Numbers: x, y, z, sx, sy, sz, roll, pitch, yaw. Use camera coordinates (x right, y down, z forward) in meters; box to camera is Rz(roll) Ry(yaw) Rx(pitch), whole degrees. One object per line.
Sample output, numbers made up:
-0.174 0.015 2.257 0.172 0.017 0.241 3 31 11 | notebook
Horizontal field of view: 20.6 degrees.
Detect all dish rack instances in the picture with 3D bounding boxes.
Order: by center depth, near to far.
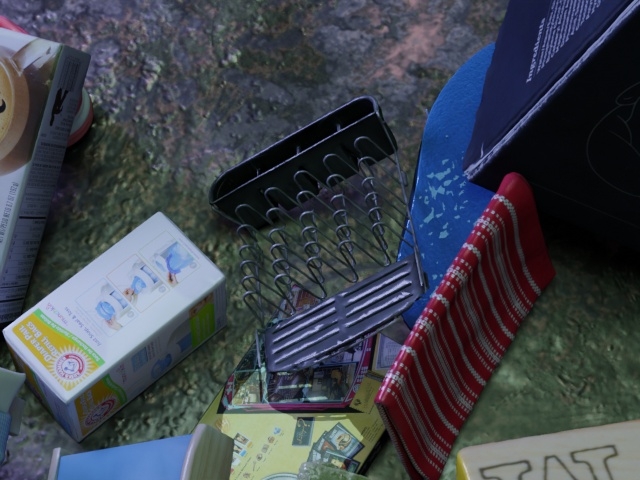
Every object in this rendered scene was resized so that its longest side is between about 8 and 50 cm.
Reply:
0.000 0.000 1.754 0.208 0.074 0.271 -29 40 18 | dish rack

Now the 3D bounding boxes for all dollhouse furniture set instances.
-0.261 0.243 1.544 0.198 0.303 0.286 -14 56 36 | dollhouse furniture set

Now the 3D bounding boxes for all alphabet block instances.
0.238 0.299 1.586 0.197 0.192 0.193 -8 39 -6 | alphabet block

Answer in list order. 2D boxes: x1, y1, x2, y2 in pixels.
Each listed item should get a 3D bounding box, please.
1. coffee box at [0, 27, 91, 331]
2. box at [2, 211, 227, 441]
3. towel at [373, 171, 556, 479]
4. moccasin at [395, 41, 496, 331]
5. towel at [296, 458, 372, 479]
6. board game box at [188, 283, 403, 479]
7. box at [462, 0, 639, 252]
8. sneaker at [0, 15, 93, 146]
-0.358 -0.070 1.769 0.168 0.119 0.297 16 93 7 | coffee box
-0.202 0.087 1.759 0.203 0.114 0.103 -38 70 -20 | box
0.146 0.088 1.713 0.031 0.199 0.275 21 66 27 | towel
0.148 -0.050 1.834 0.138 0.117 0.342 20 69 16 | moccasin
0.036 0.279 1.681 0.148 0.027 0.110 21 72 -17 | towel
-0.022 0.182 1.753 0.165 0.042 0.243 30 67 14 | board game box
0.458 -0.173 1.634 0.480 0.472 0.297 22 62 -10 | box
-0.385 -0.218 1.902 0.314 0.136 0.116 25 65 12 | sneaker
